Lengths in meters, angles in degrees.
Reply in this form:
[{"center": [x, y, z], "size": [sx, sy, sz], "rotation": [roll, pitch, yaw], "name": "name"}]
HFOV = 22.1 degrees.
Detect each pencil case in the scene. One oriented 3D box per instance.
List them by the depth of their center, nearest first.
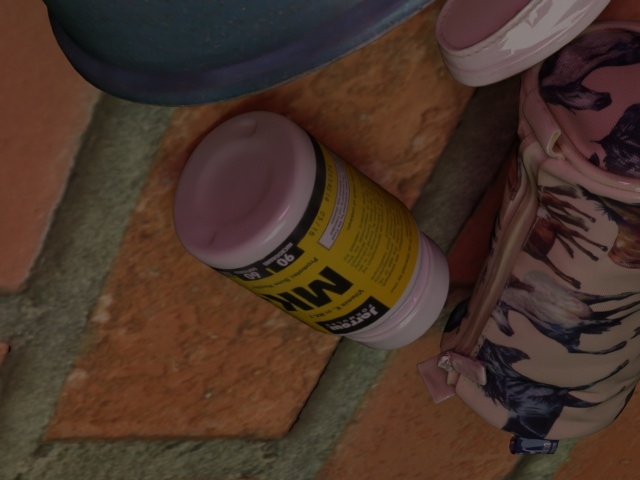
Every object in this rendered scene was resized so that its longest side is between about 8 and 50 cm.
[{"center": [0.192, 0.007, 1.224], "size": [0.183, 0.160, 0.410], "rotation": [-23, 153, -18], "name": "pencil case"}]

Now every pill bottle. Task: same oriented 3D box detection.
[{"center": [0.000, 0.000, 1.200], "size": [0.119, 0.119, 0.208], "rotation": [-38, 139, 17], "name": "pill bottle"}]

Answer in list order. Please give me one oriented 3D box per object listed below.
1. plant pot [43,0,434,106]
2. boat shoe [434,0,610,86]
[{"center": [-0.088, -0.288, 0.688], "size": [0.341, 0.341, 0.334], "rotation": [-34, 132, 13], "name": "plant pot"}, {"center": [0.165, -0.220, 1.055], "size": [0.277, 0.098, 0.096], "rotation": [-45, 137, 12], "name": "boat shoe"}]
